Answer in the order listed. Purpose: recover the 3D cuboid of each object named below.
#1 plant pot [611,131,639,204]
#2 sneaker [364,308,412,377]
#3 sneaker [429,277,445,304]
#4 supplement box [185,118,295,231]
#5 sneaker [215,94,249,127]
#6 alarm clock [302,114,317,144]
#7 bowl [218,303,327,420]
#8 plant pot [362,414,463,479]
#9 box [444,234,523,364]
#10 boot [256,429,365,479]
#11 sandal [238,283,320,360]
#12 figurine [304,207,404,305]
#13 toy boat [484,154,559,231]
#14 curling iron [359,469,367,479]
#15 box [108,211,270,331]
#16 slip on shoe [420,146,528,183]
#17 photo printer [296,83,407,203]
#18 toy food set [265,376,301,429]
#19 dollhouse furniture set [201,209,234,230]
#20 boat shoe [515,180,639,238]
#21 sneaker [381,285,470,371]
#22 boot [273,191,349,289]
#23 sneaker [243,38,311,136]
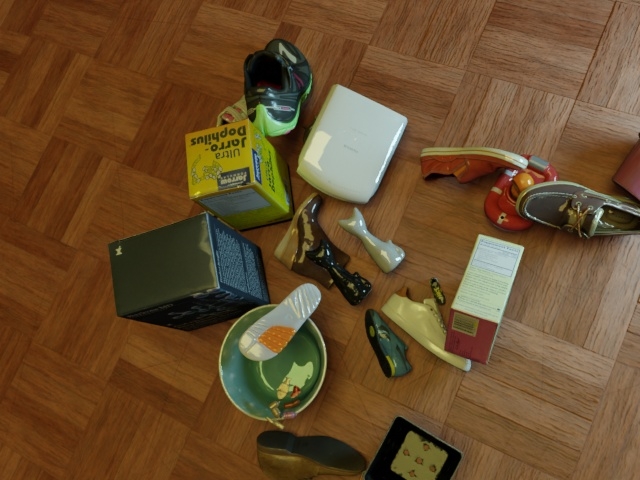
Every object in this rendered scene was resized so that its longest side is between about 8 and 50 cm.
[{"bbox_3d":[0.872,-0.183,1.560,0.201,0.201,0.180,47,107,21],"label":"plant pot"},{"bbox_3d":[0.190,0.284,1.696,0.082,0.069,0.209,-11,60,-21],"label":"sneaker"},{"bbox_3d":[0.327,0.142,1.700,0.031,0.035,0.083,-25,71,9],"label":"sneaker"},{"bbox_3d":[-0.225,-0.178,1.767,0.194,0.356,0.195,-12,73,12],"label":"supplement box"},{"bbox_3d":[-0.266,-0.396,1.965,0.103,0.111,0.252,28,85,20],"label":"sneaker"},{"bbox_3d":[0.018,-0.303,1.891,0.129,0.064,0.192,-23,74,9],"label":"alarm clock"},{"bbox_3d":[-0.112,0.345,1.703,0.312,0.163,0.311,-4,75,15],"label":"bowl"},{"bbox_3d":[0.246,0.572,1.542,0.188,0.167,0.187,27,85,21],"label":"plant pot"},{"bbox_3d":[0.413,0.151,1.536,0.117,0.213,0.243,18,56,19],"label":"box"},{"bbox_3d":[-0.028,0.612,1.663,0.305,0.112,0.115,7,108,13],"label":"boot"},{"bbox_3d":[-0.102,0.225,1.614,0.265,0.076,0.102,-41,83,-20],"label":"sandal"},{"bbox_3d":[0.097,0.041,1.724,0.215,0.092,0.209,-45,92,0],"label":"figurine"},{"bbox_3d":[0.548,-0.138,1.649,0.151,0.151,0.231,32,86,21],"label":"toy boat"},{"bbox_3d":[0.097,0.739,1.607,0.068,0.035,0.274,24,84,7],"label":"curling iron"},{"bbox_3d":[-0.353,0.106,1.708,0.294,0.395,0.212,-16,72,12],"label":"box"},{"bbox_3d":[0.421,-0.206,1.685,0.331,0.123,0.101,7,90,44],"label":"slip on shoe"},{"bbox_3d":[0.087,-0.276,1.802,0.256,0.107,0.307,26,83,-4],"label":"photo printer"},{"bbox_3d":[-0.089,0.428,1.581,0.078,0.019,0.122,27,77,20],"label":"toy food set"},{"bbox_3d":[-0.325,-0.061,1.951,0.114,0.091,0.081,35,45,-1],"label":"dollhouse furniture set"},{"bbox_3d":[0.683,-0.068,1.553,0.342,0.123,0.123,11,112,-3],"label":"boat shoe"},{"bbox_3d":[0.308,0.232,1.644,0.290,0.106,0.123,39,91,22],"label":"sneaker"},{"bbox_3d":[0.000,0.000,1.820,0.207,0.090,0.248,29,82,7],"label":"boot"},{"bbox_3d":[-0.131,-0.510,1.848,0.185,0.202,0.482,-5,42,6],"label":"sneaker"}]
